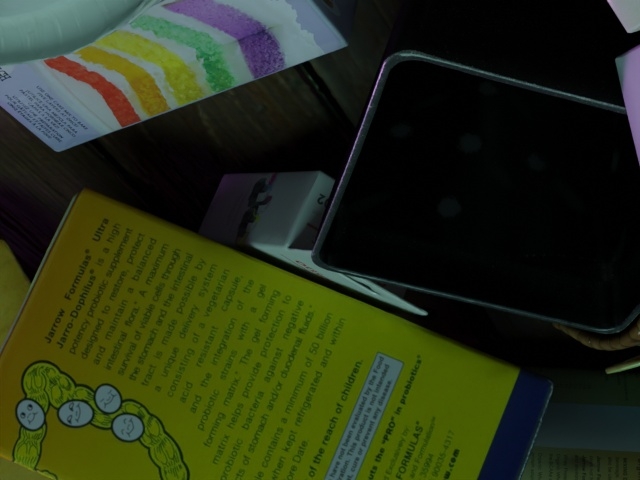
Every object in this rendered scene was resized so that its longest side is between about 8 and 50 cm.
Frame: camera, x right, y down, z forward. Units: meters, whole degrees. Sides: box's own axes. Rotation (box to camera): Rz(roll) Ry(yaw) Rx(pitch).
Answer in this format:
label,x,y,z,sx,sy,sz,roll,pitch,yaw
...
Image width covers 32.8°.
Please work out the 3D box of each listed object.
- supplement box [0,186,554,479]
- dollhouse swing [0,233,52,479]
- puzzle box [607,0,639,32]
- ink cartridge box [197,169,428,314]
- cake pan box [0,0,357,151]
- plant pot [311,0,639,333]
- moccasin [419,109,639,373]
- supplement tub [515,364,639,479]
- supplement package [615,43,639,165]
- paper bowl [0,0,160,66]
label,x,y,z,sx,sy,sz,roll,pitch,yaw
supplement box,-0.039,0.132,0.808,0.357,0.195,0.194,22,170,8
dollhouse swing,-0.406,0.124,1.001,0.305,0.315,0.347,31,149,61
puzzle box,0.165,-0.269,0.245,0.052,0.272,0.409,-23,172,-42
ink cartridge box,0.000,0.000,0.779,0.104,0.061,0.181,30,167,-29
cake pan box,-0.147,-0.178,0.607,0.246,0.070,0.267,-15,138,30
plant pot,0.113,-0.080,0.595,0.187,0.167,0.188,13,148,-5
moccasin,0.208,0.022,0.742,0.380,0.147,0.139,24,144,-20
supplement tub,0.224,0.228,0.975,0.316,0.228,0.228,2,146,13
supplement package,0.229,-0.051,0.431,0.179,0.105,0.105,-13,-179,-6
paper bowl,-0.149,-0.202,0.398,0.284,0.148,0.284,11,123,18
